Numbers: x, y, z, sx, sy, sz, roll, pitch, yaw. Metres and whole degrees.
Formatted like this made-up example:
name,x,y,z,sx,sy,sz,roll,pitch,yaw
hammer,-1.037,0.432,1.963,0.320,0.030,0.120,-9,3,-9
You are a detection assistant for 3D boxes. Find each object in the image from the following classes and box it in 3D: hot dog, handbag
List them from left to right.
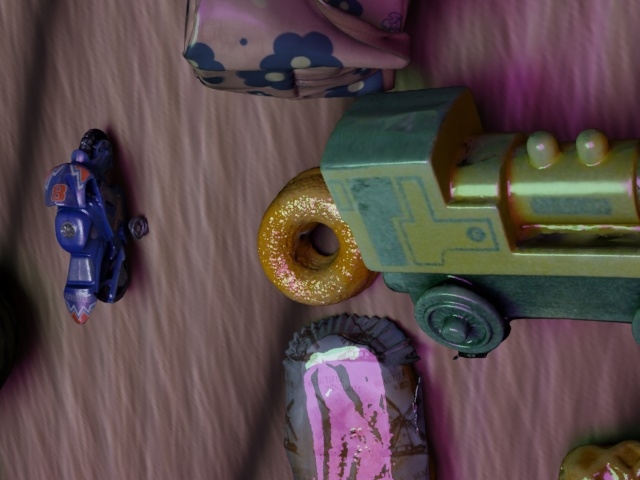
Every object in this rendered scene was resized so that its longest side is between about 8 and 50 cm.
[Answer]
name,x,y,z,sx,sy,sz,roll,pitch,yaw
handbag,-0.007,-0.247,0.822,0.193,0.190,0.251,9,91,-4
hot dog,0.041,0.214,1.041,0.163,0.082,0.270,-4,98,15

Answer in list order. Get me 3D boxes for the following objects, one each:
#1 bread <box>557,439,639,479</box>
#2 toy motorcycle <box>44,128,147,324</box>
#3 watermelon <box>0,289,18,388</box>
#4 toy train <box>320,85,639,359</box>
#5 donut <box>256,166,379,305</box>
name,x,y,z,sx,sy,sz,roll,pitch,yaw
bread,0.404,0.222,0.894,0.368,0.084,0.077,-8,64,26
toy motorcycle,-0.255,-0.018,1.065,0.076,0.114,0.204,3,107,21
watermelon,-0.469,0.123,1.148,0.212,0.212,0.212,7,109,20
toy train,0.203,-0.016,0.801,0.369,0.150,0.237,0,131,32
donut,0.000,0.000,1.000,0.152,0.058,0.151,8,112,21
